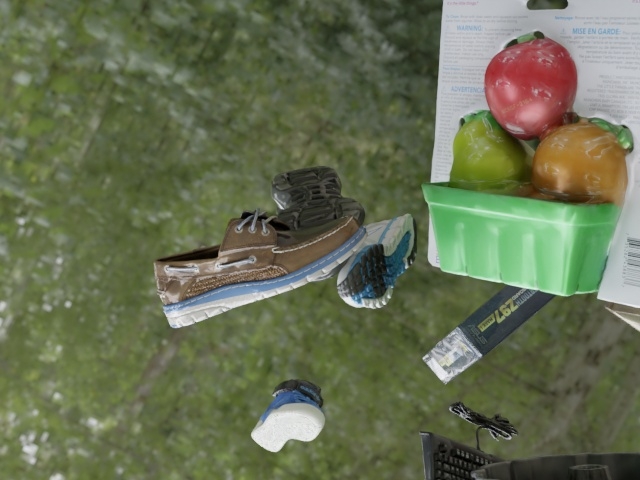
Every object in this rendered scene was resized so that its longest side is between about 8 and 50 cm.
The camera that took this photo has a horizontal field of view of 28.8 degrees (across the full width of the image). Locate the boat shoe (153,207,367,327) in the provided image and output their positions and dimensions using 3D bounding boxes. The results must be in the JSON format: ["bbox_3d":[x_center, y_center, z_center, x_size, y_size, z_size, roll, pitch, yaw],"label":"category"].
[{"bbox_3d":[-0.054,0.011,1.004,0.066,0.183,0.066,-62,-51,-74],"label":"boat shoe"}]

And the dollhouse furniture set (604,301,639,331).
[{"bbox_3d":[0.547,0.024,1.807,0.212,0.242,0.161,33,168,-26],"label":"dollhouse furniture set"}]

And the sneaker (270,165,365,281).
[{"bbox_3d":[0.000,0.000,1.340,0.101,0.106,0.267,-7,-161,1],"label":"sneaker"}]

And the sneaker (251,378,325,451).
[{"bbox_3d":[-0.025,0.195,1.473,0.058,0.084,0.152,36,150,-6],"label":"sneaker"}]

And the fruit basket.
[{"bbox_3d":[0.260,-0.120,1.437,0.165,0.353,0.327,4,-176,-44],"label":"fruit basket"}]

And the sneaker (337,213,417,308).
[{"bbox_3d":[0.046,0.026,1.409,0.083,0.071,0.191,-2,-163,23],"label":"sneaker"}]

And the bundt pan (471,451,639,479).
[{"bbox_3d":[0.381,0.378,1.754,0.331,0.124,0.331,-3,176,0],"label":"bundt pan"}]

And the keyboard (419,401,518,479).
[{"bbox_3d":[0.252,0.342,1.917,0.033,0.201,0.317,-22,148,31],"label":"keyboard"}]

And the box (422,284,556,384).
[{"bbox_3d":[0.252,0.114,1.798,0.059,0.183,0.232,50,163,7],"label":"box"}]
